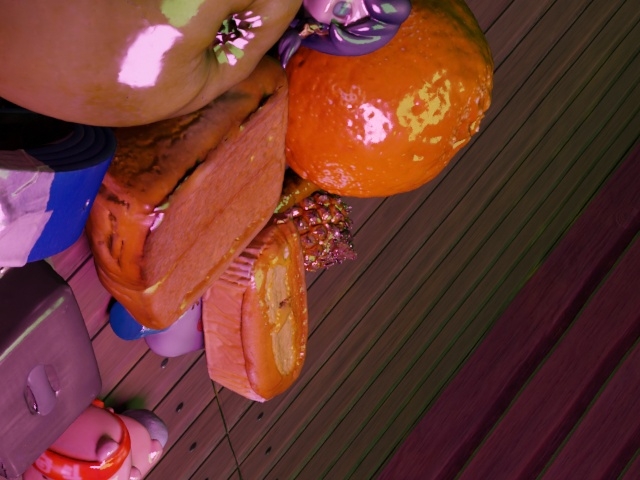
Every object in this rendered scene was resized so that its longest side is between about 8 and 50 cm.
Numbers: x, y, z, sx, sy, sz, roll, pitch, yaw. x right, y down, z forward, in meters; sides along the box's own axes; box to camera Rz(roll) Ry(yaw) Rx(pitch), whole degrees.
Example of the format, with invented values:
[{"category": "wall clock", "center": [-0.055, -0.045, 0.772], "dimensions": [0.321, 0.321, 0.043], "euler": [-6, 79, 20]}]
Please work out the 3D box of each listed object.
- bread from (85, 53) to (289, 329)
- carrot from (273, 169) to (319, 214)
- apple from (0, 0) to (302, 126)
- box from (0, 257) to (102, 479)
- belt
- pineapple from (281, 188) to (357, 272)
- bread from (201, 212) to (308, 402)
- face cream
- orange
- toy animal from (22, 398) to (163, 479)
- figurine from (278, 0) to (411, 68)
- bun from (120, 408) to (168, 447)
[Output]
[{"category": "bread", "center": [-0.181, -0.070, 1.926], "dimensions": [0.337, 0.148, 0.328], "euler": [-49, 162, -27]}, {"category": "carrot", "center": [0.012, -0.132, 2.380], "dimensions": [0.314, 0.066, 0.066], "euler": [-40, 153, -34]}, {"category": "apple", "center": [-0.198, -0.275, 1.360], "dimensions": [0.357, 0.357, 0.357], "euler": [-46, 156, -28]}, {"category": "box", "center": [-0.381, 0.133, 1.722], "dimensions": [0.220, 0.166, 0.290], "euler": [-47, 155, -25]}, {"category": "belt", "center": [-0.342, -0.073, 1.465], "dimensions": [0.117, 0.212, 0.347], "euler": [-63, 163, 18]}, {"category": "pineapple", "center": [0.002, -0.003, 2.422], "dimensions": [0.161, 0.137, 0.176], "euler": [-55, 159, -8]}, {"category": "bread", "center": [-0.094, 0.098, 2.174], "dimensions": [0.152, 0.119, 0.288], "euler": [-51, 148, -46]}, {"category": "face cream", "center": [-0.195, 0.095, 2.199], "dimensions": [0.337, 0.080, 0.163], "euler": [-9, 123, -63]}, {"category": "orange", "center": [0.088, -0.220, 2.080], "dimensions": [0.340, 0.293, 0.340], "euler": [-58, 167, -22]}, {"category": "toy animal", "center": [-0.329, 0.305, 2.094], "dimensions": [0.171, 0.171, 0.198], "euler": [-58, 161, -1]}, {"category": "figurine", "center": [-0.016, -0.326, 1.829], "dimensions": [0.175, 0.265, 0.197], "euler": [-54, -159, 23]}, {"category": "bun", "center": [-0.302, 0.315, 2.257], "dimensions": [0.141, 0.083, 0.141], "euler": [-44, -170, 10]}]
